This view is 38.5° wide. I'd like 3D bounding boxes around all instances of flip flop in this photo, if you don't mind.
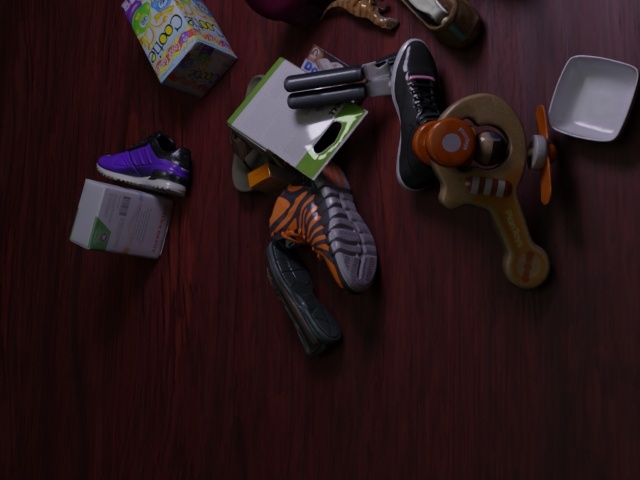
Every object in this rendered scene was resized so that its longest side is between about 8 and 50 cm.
[{"bbox_3d":[-0.160,-0.242,2.057,0.112,0.080,0.277,6,86,38],"label":"flip flop"}]

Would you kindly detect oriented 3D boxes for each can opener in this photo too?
[{"bbox_3d":[0.068,-0.319,1.839,0.280,0.093,0.074,-10,115,5],"label":"can opener"}]

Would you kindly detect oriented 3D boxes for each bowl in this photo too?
[{"bbox_3d":[0.476,-0.240,1.579,0.142,0.053,0.142,22,96,37],"label":"bowl"}]

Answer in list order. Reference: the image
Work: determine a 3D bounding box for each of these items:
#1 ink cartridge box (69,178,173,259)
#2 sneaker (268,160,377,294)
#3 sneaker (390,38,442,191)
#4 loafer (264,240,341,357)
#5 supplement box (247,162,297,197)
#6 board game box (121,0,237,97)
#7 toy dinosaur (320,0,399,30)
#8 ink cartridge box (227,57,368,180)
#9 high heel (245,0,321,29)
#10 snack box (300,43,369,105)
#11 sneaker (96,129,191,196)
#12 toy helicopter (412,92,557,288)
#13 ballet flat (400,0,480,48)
[{"bbox_3d":[-0.471,-0.048,2.184,0.093,0.212,0.154,19,95,42],"label":"ink cartridge box"},{"bbox_3d":[0.000,0.000,1.882,0.180,0.125,0.321,-38,50,32],"label":"sneaker"},{"bbox_3d":[0.204,-0.245,1.723,0.147,0.105,0.295,172,98,-73],"label":"sneaker"},{"bbox_3d":[-0.057,0.123,1.912,0.084,0.096,0.267,-47,59,29],"label":"loafer"},{"bbox_3d":[-0.101,-0.129,1.980,0.062,0.098,0.036,-26,64,33],"label":"supplement box"},{"bbox_3d":[-0.342,-0.502,2.202,0.142,0.144,0.275,-43,60,24],"label":"board game box"},{"bbox_3d":[0.075,-0.501,1.928,0.211,0.064,0.112,29,101,38],"label":"toy dinosaur"},{"bbox_3d":[-0.038,-0.239,1.920,0.255,0.097,0.188,36,84,27],"label":"ink cartridge box"},{"bbox_3d":[0.001,-0.615,1.928,0.377,0.181,0.127,-53,56,19],"label":"high heel"},{"bbox_3d":[0.032,-0.355,1.963,0.178,0.022,0.064,40,108,35],"label":"snack box"},{"bbox_3d":[-0.423,-0.201,2.252,0.293,0.102,0.146,14,87,34],"label":"sneaker"},{"bbox_3d":[0.325,-0.088,1.595,0.235,0.140,0.355,-23,96,-4],"label":"toy helicopter"},{"bbox_3d":[0.185,-0.508,1.805,0.116,0.124,0.342,-45,58,23],"label":"ballet flat"}]
